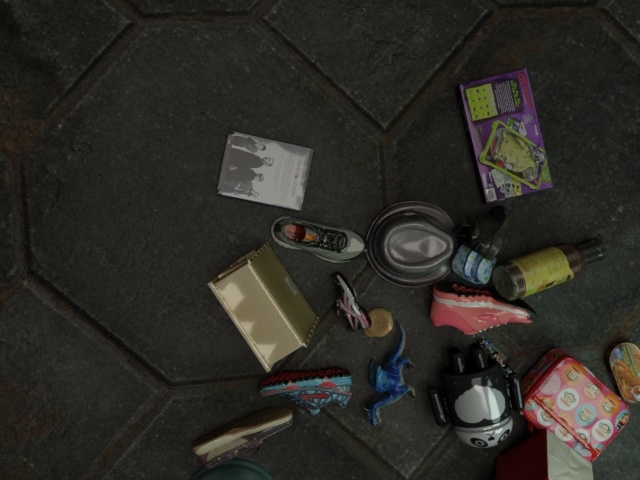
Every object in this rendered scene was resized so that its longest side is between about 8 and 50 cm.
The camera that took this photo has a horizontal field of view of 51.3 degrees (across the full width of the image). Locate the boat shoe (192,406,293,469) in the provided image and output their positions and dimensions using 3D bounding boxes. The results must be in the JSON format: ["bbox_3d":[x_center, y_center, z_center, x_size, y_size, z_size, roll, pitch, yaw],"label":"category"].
[{"bbox_3d":[-0.201,0.537,1.805,0.285,0.103,0.092,-21,99,-2],"label":"boat shoe"}]

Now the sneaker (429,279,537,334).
[{"bbox_3d":[0.452,0.205,1.887,0.313,0.116,0.136,11,110,-8],"label":"sneaker"}]

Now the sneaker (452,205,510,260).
[{"bbox_3d":[0.443,-0.045,1.829,0.130,0.227,0.087,28,133,6],"label":"sneaker"}]

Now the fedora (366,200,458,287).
[{"bbox_3d":[0.267,0.012,1.834,0.275,0.124,0.244,6,91,-7],"label":"fedora"}]

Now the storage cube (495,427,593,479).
[{"bbox_3d":[0.613,0.669,1.825,0.183,0.215,0.193,39,124,-6],"label":"storage cube"}]

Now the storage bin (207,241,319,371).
[{"bbox_3d":[-0.135,0.158,1.726,0.123,0.260,0.262,-33,95,12],"label":"storage bin"}]

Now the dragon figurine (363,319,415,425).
[{"bbox_3d":[0.182,0.375,1.852,0.144,0.085,0.289,-4,93,-7],"label":"dragon figurine"}]

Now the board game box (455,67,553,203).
[{"bbox_3d":[0.524,-0.295,1.899,0.208,0.056,0.347,-14,93,-2],"label":"board game box"}]

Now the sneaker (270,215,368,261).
[{"bbox_3d":[0.000,0.000,1.810,0.271,0.108,0.100,12,88,-9],"label":"sneaker"}]

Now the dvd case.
[{"bbox_3d":[-0.152,-0.189,1.825,0.238,0.029,0.179,12,90,-8],"label":"dvd case"}]

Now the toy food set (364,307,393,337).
[{"bbox_3d":[0.165,0.232,1.870,0.082,0.020,0.083,2,82,13],"label":"toy food set"}]

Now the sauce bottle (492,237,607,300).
[{"bbox_3d":[0.653,0.071,1.872,0.344,0.111,0.111,-17,93,-18],"label":"sauce bottle"}]

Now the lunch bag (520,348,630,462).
[{"bbox_3d":[0.702,0.487,1.909,0.293,0.120,0.258,41,91,-7],"label":"lunch bag"}]

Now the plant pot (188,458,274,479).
[{"bbox_3d":[-0.239,0.752,1.754,0.293,0.196,0.293,0,91,-7],"label":"plant pot"}]

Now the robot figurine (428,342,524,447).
[{"bbox_3d":[0.430,0.430,1.838,0.173,0.209,0.278,-16,94,-47],"label":"robot figurine"}]

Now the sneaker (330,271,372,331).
[{"bbox_3d":[0.068,0.176,1.844,0.077,0.072,0.178,-28,86,12],"label":"sneaker"}]

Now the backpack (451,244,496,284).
[{"bbox_3d":[0.429,0.062,1.854,0.114,0.084,0.105,27,88,-41],"label":"backpack"}]

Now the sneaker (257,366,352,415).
[{"bbox_3d":[-0.040,0.423,1.817,0.261,0.104,0.125,-2,94,-7],"label":"sneaker"}]

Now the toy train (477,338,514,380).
[{"bbox_3d":[0.510,0.342,1.921,0.036,0.027,0.158,-41,96,-8],"label":"toy train"}]

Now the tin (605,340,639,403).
[{"bbox_3d":[0.911,0.389,1.969,0.106,0.040,0.190,-21,94,-2],"label":"tin"}]
